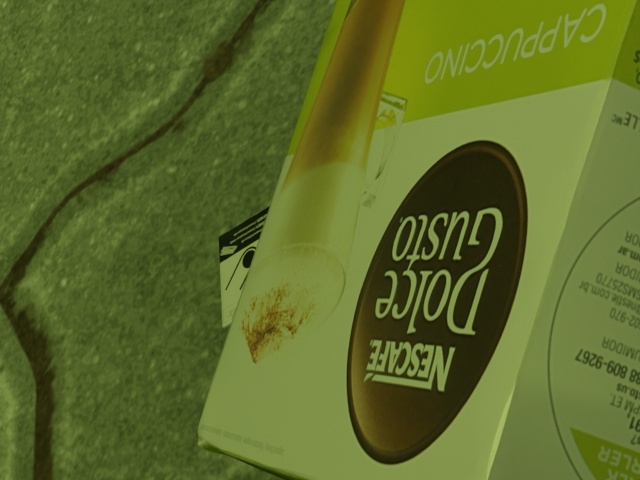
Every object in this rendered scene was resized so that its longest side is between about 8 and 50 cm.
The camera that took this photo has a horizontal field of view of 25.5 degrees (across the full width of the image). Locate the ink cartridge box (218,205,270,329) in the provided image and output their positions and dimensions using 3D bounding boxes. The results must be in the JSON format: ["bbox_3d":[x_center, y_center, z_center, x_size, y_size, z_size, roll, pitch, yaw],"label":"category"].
[{"bbox_3d":[0.000,0.000,1.208,0.207,0.046,0.097,-30,49,32],"label":"ink cartridge box"}]

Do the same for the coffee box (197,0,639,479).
[{"bbox_3d":[0.182,0.011,0.699,0.338,0.338,0.334,-5,66,69],"label":"coffee box"}]
